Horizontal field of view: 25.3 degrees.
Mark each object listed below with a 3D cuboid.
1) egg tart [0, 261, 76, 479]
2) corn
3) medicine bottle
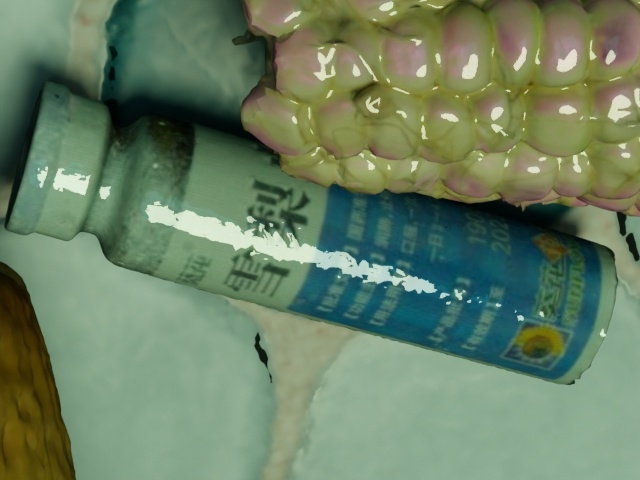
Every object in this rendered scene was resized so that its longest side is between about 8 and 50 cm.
[{"bbox_3d":[-0.157,0.092,0.383,0.215,0.215,0.170,-3,99,-9],"label":"egg tart"},{"bbox_3d":[0.142,-0.059,0.412,0.335,0.126,0.126,-5,112,-6],"label":"corn"},{"bbox_3d":[0.000,0.000,0.446,0.191,0.051,0.051,16,107,-16],"label":"medicine bottle"}]
